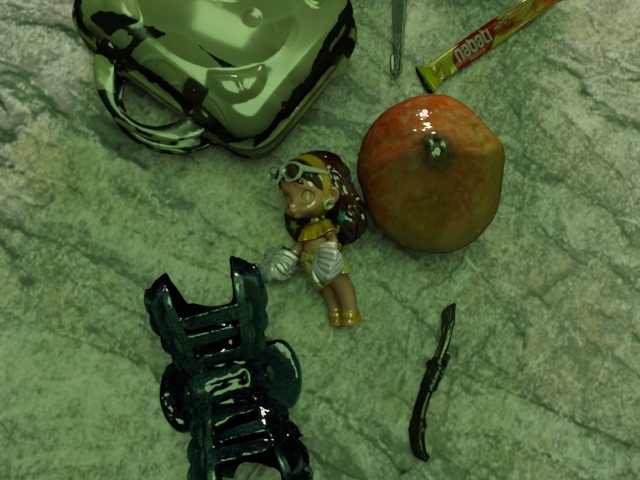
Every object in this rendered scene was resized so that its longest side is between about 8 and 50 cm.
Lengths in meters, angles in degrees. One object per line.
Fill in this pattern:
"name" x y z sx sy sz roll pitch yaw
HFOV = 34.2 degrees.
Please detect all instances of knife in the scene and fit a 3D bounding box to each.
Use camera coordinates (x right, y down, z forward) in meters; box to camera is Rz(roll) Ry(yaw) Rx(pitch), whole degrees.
"knife" 0.153 0.191 1.419 0.021 0.046 0.222 28 67 -36

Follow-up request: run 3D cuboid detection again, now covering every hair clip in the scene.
"hair clip" -0.120 0.183 1.309 0.195 0.206 0.310 -13 82 -2

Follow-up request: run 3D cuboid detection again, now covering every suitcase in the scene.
"suitcase" -0.157 -0.276 1.425 0.352 0.194 0.339 37 78 5

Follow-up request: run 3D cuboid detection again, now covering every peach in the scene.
"peach" 0.151 -0.093 1.389 0.233 0.232 0.232 1 76 -5

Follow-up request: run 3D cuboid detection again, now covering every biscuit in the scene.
"biscuit" 0.264 -0.313 1.557 0.292 0.026 0.048 -36 101 -12

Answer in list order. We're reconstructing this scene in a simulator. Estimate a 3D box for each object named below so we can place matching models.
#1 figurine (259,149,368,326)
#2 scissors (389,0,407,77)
"figurine" 0.000 -0.002 1.402 0.116 0.175 0.240 -4 87 -36
"scissors" 0.115 -0.420 1.530 0.029 0.191 0.360 4 88 -44
